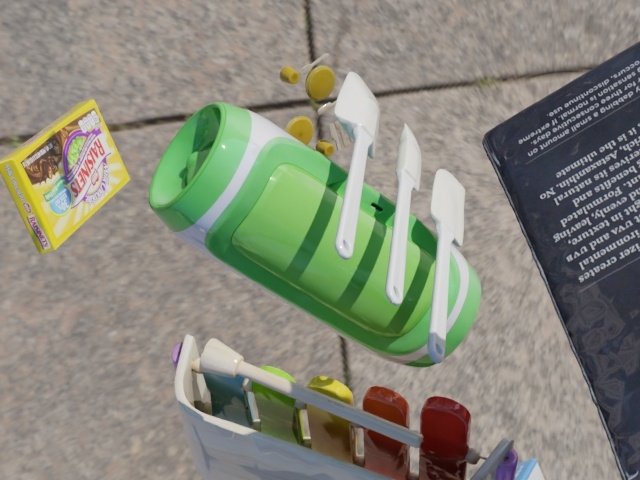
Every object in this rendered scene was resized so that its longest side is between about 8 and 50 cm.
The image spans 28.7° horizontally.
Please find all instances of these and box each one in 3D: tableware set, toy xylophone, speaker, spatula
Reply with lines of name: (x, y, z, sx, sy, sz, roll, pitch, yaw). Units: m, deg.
tableware set: (-0.015, -0.169, 1.675, 0.104, 0.024, 0.154, -35, 129, -20)
toy xylophone: (0.010, 0.165, 1.053, 0.323, 0.236, 0.081, 21, 54, 10)
speaker: (0.000, 0.000, 1.101, 0.296, 0.131, 0.131, 32, 99, -26)
spatula: (0.062, -0.024, 1.024, 0.019, 0.242, 0.168, -27, 120, 28)

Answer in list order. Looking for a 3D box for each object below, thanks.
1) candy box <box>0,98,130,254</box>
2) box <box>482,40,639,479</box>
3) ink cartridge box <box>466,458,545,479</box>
candy box: (-0.270, -0.072, 1.339, 0.027, 0.206, 0.105, -13, 109, 20)
box: (0.269, 0.072, 0.730, 0.183, 0.296, 0.294, -30, 42, 17)
ink cartridge box: (0.129, 0.399, 1.538, 0.307, 0.223, 0.129, -22, 91, 22)
